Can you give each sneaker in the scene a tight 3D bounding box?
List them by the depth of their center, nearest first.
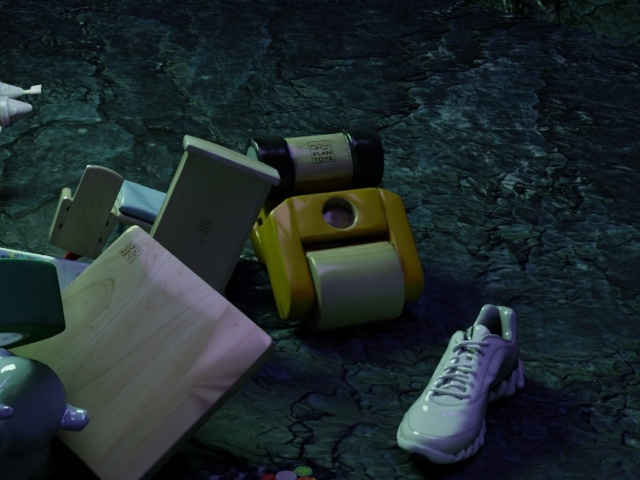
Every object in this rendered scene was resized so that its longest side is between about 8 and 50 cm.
[{"bbox_3d":[0.179,0.179,1.819,0.110,0.118,0.292,14,30,21],"label":"sneaker"}]

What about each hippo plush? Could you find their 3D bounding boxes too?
[{"bbox_3d":[-0.410,0.194,1.601,0.234,0.294,0.236,34,27,13],"label":"hippo plush"}]

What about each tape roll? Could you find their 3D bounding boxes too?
[{"bbox_3d":[-0.450,0.089,1.604,0.321,0.077,0.321,-10,-8,-1],"label":"tape roll"}]

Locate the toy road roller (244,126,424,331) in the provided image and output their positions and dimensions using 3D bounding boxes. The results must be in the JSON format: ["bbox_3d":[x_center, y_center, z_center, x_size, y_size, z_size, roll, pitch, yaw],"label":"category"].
[{"bbox_3d":[0.000,0.000,2.145,0.202,0.241,0.330,-7,64,-18],"label":"toy road roller"}]

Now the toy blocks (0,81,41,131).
[{"bbox_3d":[-0.603,-0.210,2.358,0.260,0.309,0.289,-6,27,-2],"label":"toy blocks"}]

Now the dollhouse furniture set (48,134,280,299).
[{"bbox_3d":[-0.222,-0.086,2.049,0.286,0.198,0.303,21,15,-17],"label":"dollhouse furniture set"}]

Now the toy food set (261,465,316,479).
[{"bbox_3d":[-0.034,0.294,1.675,0.083,0.020,0.082,-12,29,-25],"label":"toy food set"}]

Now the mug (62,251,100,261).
[{"bbox_3d":[-0.326,0.098,1.931,0.169,0.150,0.113,22,19,28],"label":"mug"}]

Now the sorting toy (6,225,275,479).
[{"bbox_3d":[-0.225,0.157,1.762,0.255,0.089,0.257,38,73,25],"label":"sorting toy"}]

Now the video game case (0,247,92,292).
[{"bbox_3d":[-0.405,0.115,1.879,0.193,0.023,0.212,9,68,15],"label":"video game case"}]
